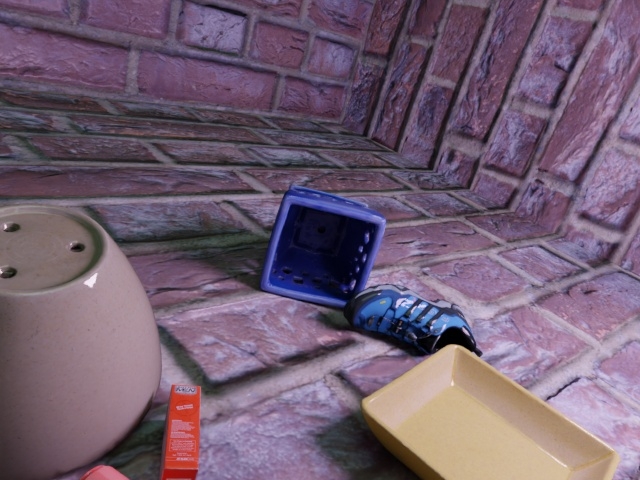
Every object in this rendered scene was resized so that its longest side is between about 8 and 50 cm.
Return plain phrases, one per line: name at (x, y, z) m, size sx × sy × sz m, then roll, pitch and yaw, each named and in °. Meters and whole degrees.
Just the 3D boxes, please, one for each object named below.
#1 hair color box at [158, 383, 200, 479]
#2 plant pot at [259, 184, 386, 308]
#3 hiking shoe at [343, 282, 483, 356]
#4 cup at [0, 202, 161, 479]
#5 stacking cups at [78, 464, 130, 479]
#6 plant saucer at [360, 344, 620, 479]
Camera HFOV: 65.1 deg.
hair color box at (-0.186, 0.266, 0.664) m, size 0.043 × 0.071 × 0.141 m, roll 9°, pitch 25°, yaw -17°
plant pot at (0.000, 0.000, 1.188) m, size 0.236 × 0.235 × 0.212 m, roll 14°, pitch 18°, yaw -6°
hiking shoe at (0.200, 0.175, 1.074) m, size 0.305 × 0.113 × 0.132 m, roll 9°, pitch 24°, yaw -18°
cup at (-0.364, 0.095, 0.642) m, size 0.332 × 0.236 × 0.331 m, roll 14°, pitch 36°, yaw -10°
stacking cups at (-0.133, 0.341, 0.511) m, size 0.317 × 0.095 × 0.096 m, roll 24°, pitch 24°, yaw 17°
plant saucer at (0.269, 0.335, 0.814) m, size 0.333 × 0.080 × 0.333 m, roll 33°, pitch 29°, yaw 32°
